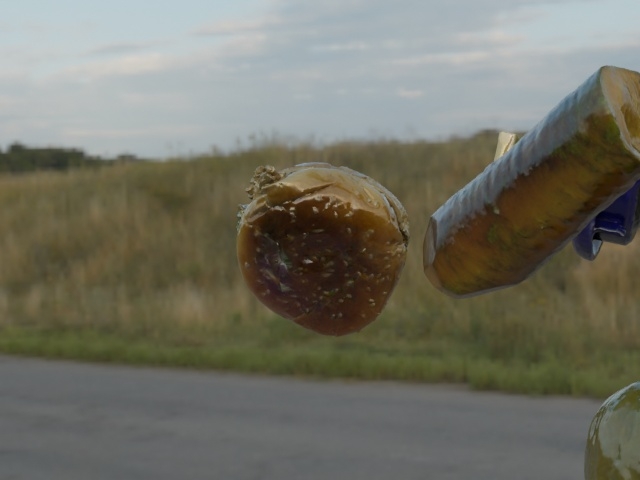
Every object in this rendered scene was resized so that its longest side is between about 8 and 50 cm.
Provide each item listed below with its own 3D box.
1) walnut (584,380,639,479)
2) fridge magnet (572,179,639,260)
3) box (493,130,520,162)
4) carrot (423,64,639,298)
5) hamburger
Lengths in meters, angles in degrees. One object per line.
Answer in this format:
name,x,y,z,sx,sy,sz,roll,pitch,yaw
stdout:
walnut,0.356,0.242,1.149,0.227,0.283,0.283,-7,2,-9
fridge magnet,0.423,-0.099,1.849,0.112,0.265,0.265,14,6,17
box,0.220,-0.076,1.486,0.020,0.073,0.149,12,-3,18
carrot,0.207,-0.043,1.218,0.114,0.114,0.302,-3,-28,-35
hamburger,0.000,0.000,1.816,0.243,0.286,0.146,-19,22,16
